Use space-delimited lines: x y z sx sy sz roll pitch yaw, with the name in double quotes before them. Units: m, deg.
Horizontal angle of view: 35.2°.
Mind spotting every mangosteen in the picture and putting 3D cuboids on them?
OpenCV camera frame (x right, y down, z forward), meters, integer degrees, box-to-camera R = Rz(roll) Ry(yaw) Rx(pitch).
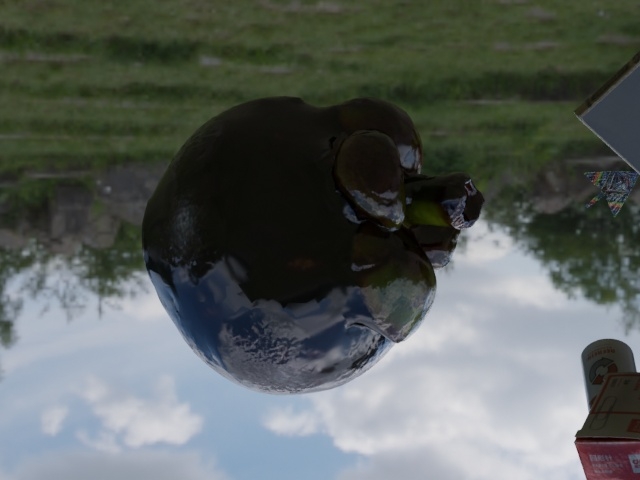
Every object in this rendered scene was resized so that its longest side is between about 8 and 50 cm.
"mangosteen" -0.002 0.003 0.880 0.287 0.233 0.288 -4 -143 3

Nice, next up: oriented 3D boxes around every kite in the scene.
"kite" 0.411 -0.074 1.423 0.090 0.004 0.122 -36 134 20

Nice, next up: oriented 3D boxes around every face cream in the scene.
"face cream" 0.515 0.278 1.768 0.095 0.096 0.214 2 -144 6

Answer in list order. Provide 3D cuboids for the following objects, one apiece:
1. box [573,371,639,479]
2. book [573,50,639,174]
"box" 0.484 0.287 1.545 0.133 0.099 0.182 -6 -158 38
"book" 0.485 -0.200 1.207 0.217 0.310 0.021 34 -157 -30
